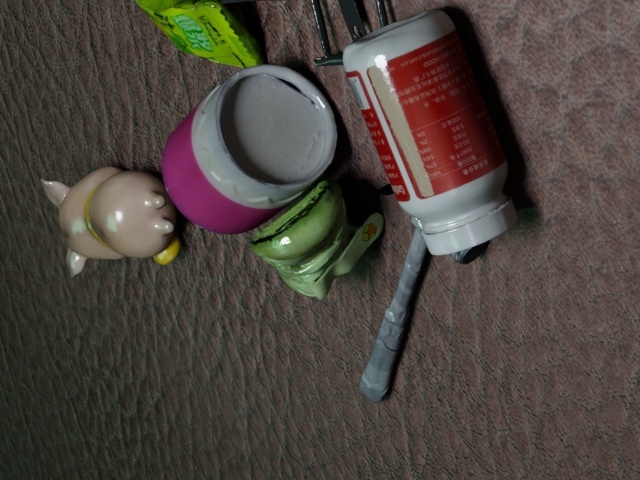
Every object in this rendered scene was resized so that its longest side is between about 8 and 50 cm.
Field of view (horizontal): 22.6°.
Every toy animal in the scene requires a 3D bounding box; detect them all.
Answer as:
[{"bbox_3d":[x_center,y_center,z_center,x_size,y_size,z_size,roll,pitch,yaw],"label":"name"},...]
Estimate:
[{"bbox_3d":[-0.304,-0.035,2.459,0.248,0.149,0.165,-7,94,46],"label":"toy animal"}]

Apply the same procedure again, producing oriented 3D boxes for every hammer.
[{"bbox_3d":[0.107,0.085,2.032,0.152,0.044,0.427,46,146,26],"label":"hammer"}]

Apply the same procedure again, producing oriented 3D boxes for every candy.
[{"bbox_3d":[-0.182,-0.296,2.097,0.246,0.069,0.149,37,174,40],"label":"candy"}]

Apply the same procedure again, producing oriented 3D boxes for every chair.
[{"bbox_3d":[-0.023,-0.305,1.821,0.154,0.141,0.260,9,119,54],"label":"chair"}]

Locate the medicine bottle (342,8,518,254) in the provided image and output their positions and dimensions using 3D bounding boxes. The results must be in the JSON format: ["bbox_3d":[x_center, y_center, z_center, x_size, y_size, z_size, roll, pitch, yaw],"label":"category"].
[{"bbox_3d":[0.124,-0.118,1.754,0.131,0.131,0.250,-6,110,58],"label":"medicine bottle"}]

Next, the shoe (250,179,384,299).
[{"bbox_3d":[-0.005,-0.006,2.017,0.128,0.140,0.262,38,174,-4],"label":"shoe"}]

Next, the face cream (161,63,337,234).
[{"bbox_3d":[-0.091,-0.114,2.032,0.175,0.175,0.195,60,149,3],"label":"face cream"}]
